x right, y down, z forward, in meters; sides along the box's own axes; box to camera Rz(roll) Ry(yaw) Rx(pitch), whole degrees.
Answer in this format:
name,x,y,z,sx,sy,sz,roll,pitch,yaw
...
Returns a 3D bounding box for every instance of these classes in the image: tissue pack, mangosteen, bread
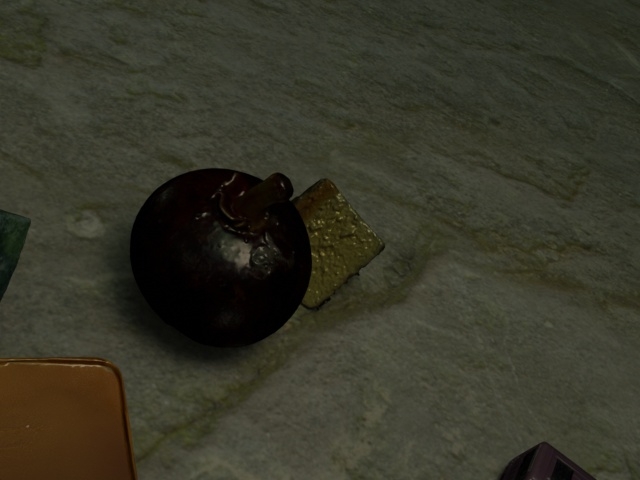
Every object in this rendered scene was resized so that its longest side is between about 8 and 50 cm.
name,x,y,z,sx,sy,sz,roll,pitch,yaw
tissue pack,-0.284,0.227,0.678,0.195,0.274,0.145,2,51,-28
mangosteen,-0.110,0.001,0.977,0.236,0.261,0.235,16,48,-18
bread,0.000,0.000,1.124,0.147,0.152,0.127,45,47,1

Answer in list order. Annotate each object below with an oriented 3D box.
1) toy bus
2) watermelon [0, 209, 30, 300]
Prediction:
name,x,y,z,sx,sy,sz,roll,pitch,yaw
toy bus,0.328,0.355,1.015,0.199,0.108,0.096,37,45,5
watermelon,-0.503,0.001,0.813,0.387,0.228,0.258,-7,47,-22
